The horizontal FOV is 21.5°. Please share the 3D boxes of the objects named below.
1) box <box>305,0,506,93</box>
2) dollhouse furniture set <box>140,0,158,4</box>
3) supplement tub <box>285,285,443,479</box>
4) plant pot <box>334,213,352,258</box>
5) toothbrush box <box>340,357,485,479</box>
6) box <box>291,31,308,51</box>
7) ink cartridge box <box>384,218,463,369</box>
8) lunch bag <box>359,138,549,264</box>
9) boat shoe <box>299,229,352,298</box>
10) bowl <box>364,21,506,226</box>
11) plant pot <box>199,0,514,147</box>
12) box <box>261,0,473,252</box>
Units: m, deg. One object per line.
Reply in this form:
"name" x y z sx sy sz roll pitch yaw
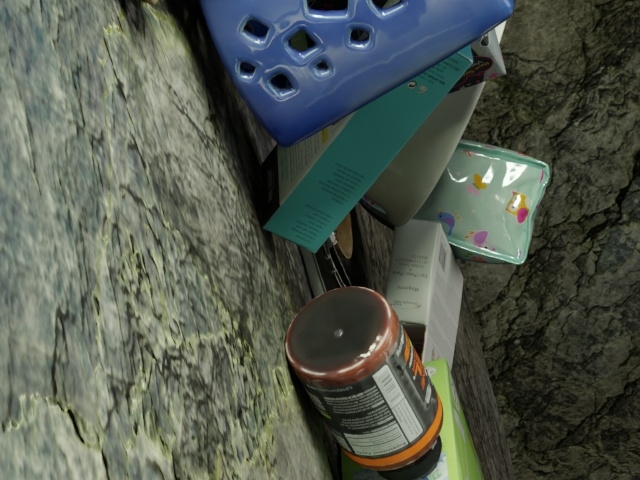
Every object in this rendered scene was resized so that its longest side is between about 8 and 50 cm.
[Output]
"box" 0.067 -0.265 1.621 0.142 0.163 0.247 44 32 -62
"dollhouse furniture set" -0.145 -0.264 1.178 0.151 0.123 0.144 -63 158 -16
"supplement tub" 0.048 0.138 1.535 0.106 0.106 0.198 -95 163 -44
"plant pot" -0.009 -0.092 1.831 0.236 0.032 0.236 -12 90 -83
"toothbrush box" 0.102 0.291 1.662 0.283 0.122 0.206 -94 167 -52
"box" -0.053 -0.319 1.695 0.232 0.058 0.322 -80 149 -66
"ink cartridge box" 0.120 0.122 2.031 0.275 0.060 0.238 55 43 -72
"lunch bag" 0.149 -0.066 2.140 0.223 0.262 0.160 5 100 -83
"boat shoe" 0.000 0.000 1.708 0.049 0.040 0.142 -79 155 -71
"bowl" 0.085 -0.174 1.821 0.298 0.134 0.297 -157 -90 -83
"plant pot" -0.001 -0.258 1.376 0.212 0.236 0.236 47 25 -31
"box" 0.036 -0.109 1.495 0.060 0.244 0.100 26 33 -22
